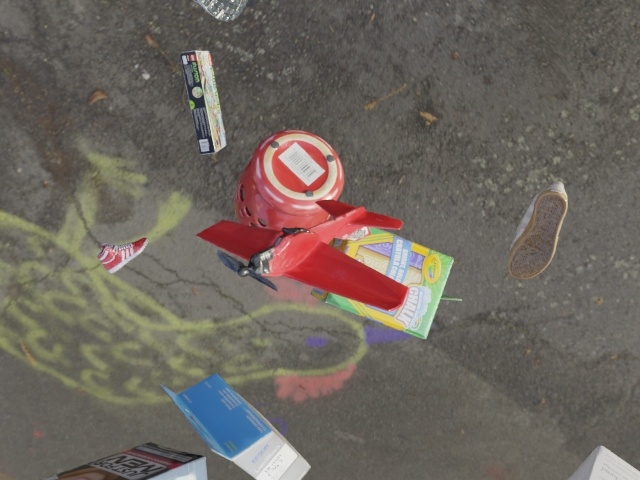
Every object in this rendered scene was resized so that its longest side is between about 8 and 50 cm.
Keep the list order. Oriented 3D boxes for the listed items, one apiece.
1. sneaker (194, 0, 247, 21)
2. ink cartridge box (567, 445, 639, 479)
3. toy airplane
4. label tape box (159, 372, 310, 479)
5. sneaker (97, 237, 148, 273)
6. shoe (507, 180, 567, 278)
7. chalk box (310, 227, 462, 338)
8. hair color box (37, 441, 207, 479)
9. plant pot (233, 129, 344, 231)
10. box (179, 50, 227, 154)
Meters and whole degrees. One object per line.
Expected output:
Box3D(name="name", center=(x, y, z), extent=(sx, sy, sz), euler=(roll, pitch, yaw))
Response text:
Box3D(name="sneaker", center=(-0.236, -0.489, 0.964), extent=(0.122, 0.283, 0.110), euler=(38, 105, 27))
Box3D(name="ink cartridge box", center=(0.400, 0.477, 0.731), extent=(0.207, 0.353, 0.119), euler=(34, 129, 22))
Box3D(name="toy airplane", center=(0.000, 0.000, 0.349), extent=(0.151, 0.151, 0.028), euler=(8, 109, 0))
Box3D(name="label tape box", center=(-0.187, 0.429, 1.258), extent=(0.106, 0.240, 0.334), euler=(-45, 136, -15))
Box3D(name="sneaker", center=(-0.471, 0.018, 1.300), extent=(0.118, 0.042, 0.067), euler=(-42, 118, -13))
Box3D(name="shoe", center=(0.417, -0.016, 1.045), extent=(0.076, 0.058, 0.219), euler=(17, 132, 10))
Box3D(name="chalk box", center=(0.152, 0.091, 1.163), extent=(0.288, 0.180, 0.179), euler=(22, 85, -8))
Box3D(name="hair color box", center=(-0.391, 0.455, 0.905), extent=(0.185, 0.374, 0.114), euler=(-7, 87, 40))
Box3D(name="plant pot", center=(-0.059, -0.097, 1.024), extent=(0.191, 0.191, 0.174), euler=(20, 156, -7))
Box3D(name="box", center=(-0.248, -0.298, 1.178), extent=(0.036, 0.114, 0.207), euler=(-6, 109, 6))
